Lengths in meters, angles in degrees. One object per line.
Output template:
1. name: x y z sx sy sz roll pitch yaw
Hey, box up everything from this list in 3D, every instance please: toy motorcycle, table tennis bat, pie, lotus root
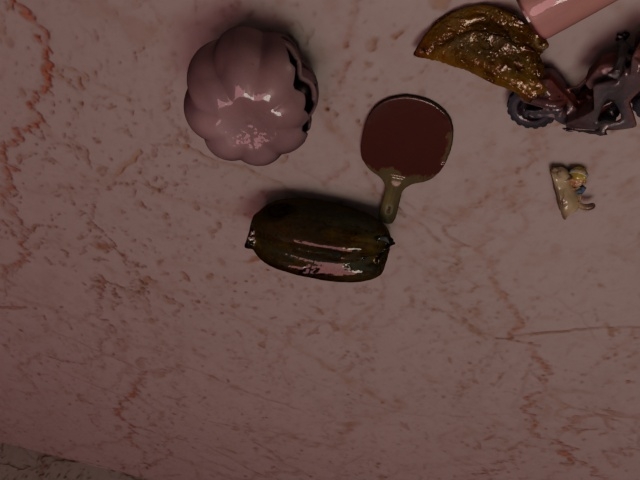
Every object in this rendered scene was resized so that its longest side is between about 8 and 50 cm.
1. toy motorcycle: 0.330 -0.191 0.762 0.212 0.084 0.118 3 139 31
2. table tennis bat: 0.121 -0.115 0.944 0.131 0.022 0.235 11 136 3
3. pie: 0.205 -0.233 0.762 0.169 0.034 0.092 30 115 14
4. lotus root: 0.000 0.000 1.025 0.240 0.123 0.124 12 111 8

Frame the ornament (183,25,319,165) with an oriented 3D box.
1. ornament: -0.090 -0.193 0.831 0.177 0.178 0.178 8 137 8

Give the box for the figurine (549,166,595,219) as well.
1. figurine: 0.362 -0.075 0.905 0.050 0.047 0.083 -19 122 12

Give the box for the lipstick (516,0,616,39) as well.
1. lipstick: 0.353 -0.318 0.612 0.326 0.087 0.087 -25 124 35
